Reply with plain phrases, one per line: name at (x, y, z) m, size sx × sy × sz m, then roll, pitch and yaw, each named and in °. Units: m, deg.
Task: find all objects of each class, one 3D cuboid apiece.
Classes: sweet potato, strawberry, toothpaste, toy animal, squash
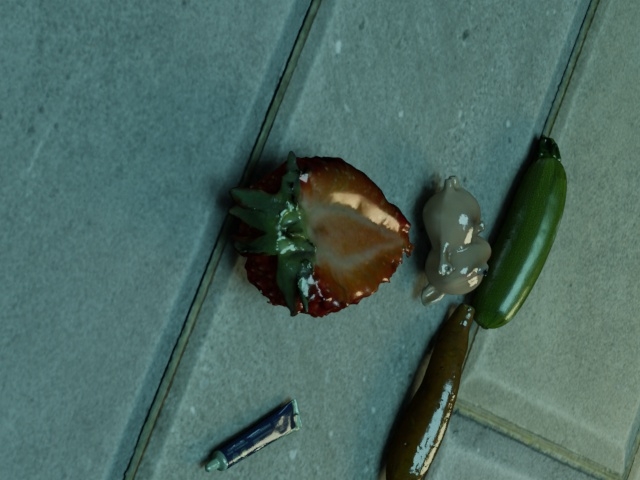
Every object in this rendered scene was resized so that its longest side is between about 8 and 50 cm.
sweet potato at (0.129, 0.197, 1.848) m, size 0.057 × 0.057 × 0.265 m, roll 32°, pitch 78°, yaw -45°
strawberry at (0.000, -0.016, 1.640) m, size 0.228 × 0.098 × 0.174 m, roll -25°, pitch 102°, yaw -53°
toothpaste at (-0.071, 0.212, 1.673) m, size 0.140 × 0.021 × 0.037 m, roll -27°, pitch 118°, yaw -40°
toy animal at (0.154, -0.001, 1.816) m, size 0.083 × 0.089 × 0.150 m, roll -8°, pitch 110°, yaw -23°
squash at (0.250, -0.005, 1.913) m, size 0.066 × 0.066 × 0.252 m, roll 34°, pitch 76°, yaw -45°
